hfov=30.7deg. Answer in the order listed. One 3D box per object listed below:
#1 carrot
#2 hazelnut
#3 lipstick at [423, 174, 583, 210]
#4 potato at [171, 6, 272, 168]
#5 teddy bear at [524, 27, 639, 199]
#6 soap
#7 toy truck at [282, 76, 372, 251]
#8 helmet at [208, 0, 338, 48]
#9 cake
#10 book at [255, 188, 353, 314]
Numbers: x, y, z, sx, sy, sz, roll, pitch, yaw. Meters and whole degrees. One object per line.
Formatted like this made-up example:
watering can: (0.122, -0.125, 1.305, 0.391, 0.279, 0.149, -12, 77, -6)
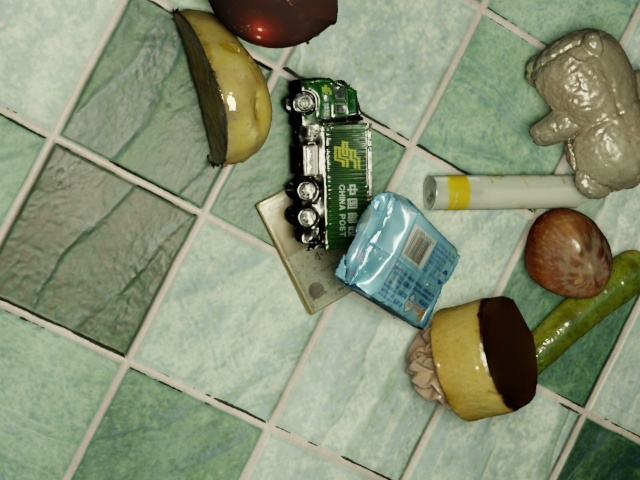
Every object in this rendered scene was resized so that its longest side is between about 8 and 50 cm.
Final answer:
carrot: (0.407, 0.143, 1.938, 0.358, 0.074, 0.074, -39, 105, -7)
hazelnut: (0.401, 0.023, 1.881, 0.143, 0.143, 0.154, -29, 120, -13)
lipstick: (0.298, -0.078, 1.884, 0.264, 0.059, 0.059, -1, 96, -17)
potato: (-0.130, -0.231, 1.698, 0.098, 0.138, 0.243, -19, 103, -19)
teddy bear: (0.446, -0.209, 1.868, 0.236, 0.151, 0.267, -30, 102, -10)
soap: (0.119, 0.032, 1.759, 0.077, 0.293, 0.156, 27, 85, 27)
toy truck: (0.010, -0.116, 1.762, 0.121, 0.088, 0.259, -4, 97, -17)
helmet: (-0.067, -0.374, 1.673, 0.216, 0.189, 0.193, 40, 98, -18)
cake: (0.225, 0.194, 1.846, 0.208, 0.178, 0.185, -9, 83, -54)
book: (0.000, 0.000, 1.822, 0.138, 0.016, 0.198, -29, 103, -13)
